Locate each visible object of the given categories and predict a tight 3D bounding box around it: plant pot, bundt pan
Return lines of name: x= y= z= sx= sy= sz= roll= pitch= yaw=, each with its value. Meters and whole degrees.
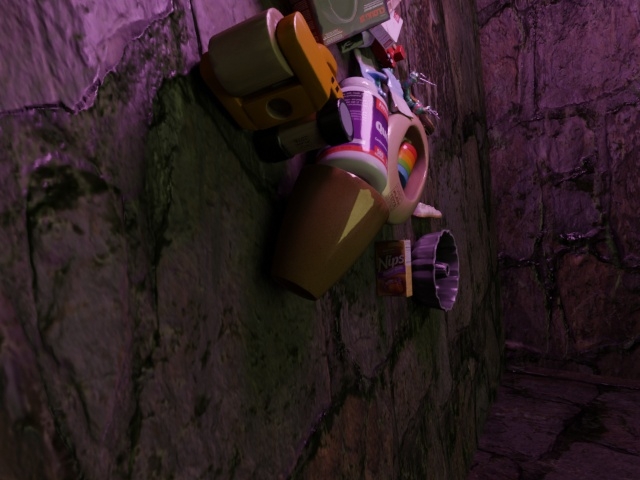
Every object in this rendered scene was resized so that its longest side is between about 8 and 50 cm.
plant pot: x=0.000 y=0.000 z=0.936 sx=0.237 sy=0.237 sz=0.254 roll=46 pitch=64 yaw=-44
bundt pan: x=0.458 y=0.120 z=1.666 sx=0.331 sy=0.124 sz=0.330 roll=3 pitch=86 yaw=-55

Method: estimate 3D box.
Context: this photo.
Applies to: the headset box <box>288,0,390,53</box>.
headset box: x=0.033 y=-0.624 z=1.014 sx=0.218 sy=0.110 sz=0.293 roll=-30 pitch=118 yaw=-17

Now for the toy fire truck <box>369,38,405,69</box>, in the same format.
toy fire truck: x=0.234 y=-0.681 z=1.447 sx=0.192 sy=0.047 sz=0.135 roll=41 pitch=55 yaw=-46

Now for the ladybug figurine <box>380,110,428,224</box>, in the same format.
ladybug figurine: x=0.214 y=-0.226 z=1.291 sx=0.449 sy=0.162 sz=0.305 roll=-57 pitch=133 yaw=-41

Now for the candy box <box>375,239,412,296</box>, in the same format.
candy box: x=0.243 y=0.092 z=1.365 sx=0.053 sy=0.109 sz=0.186 roll=-1 pitch=88 yaw=-56

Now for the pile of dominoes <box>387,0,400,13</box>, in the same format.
pile of dominoes: x=0.168 y=-0.755 z=1.177 sx=0.251 sy=0.040 sz=0.196 roll=-58 pitch=140 yaw=-33

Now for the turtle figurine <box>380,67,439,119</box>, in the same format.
turtle figurine: x=0.304 y=-0.494 z=1.404 sx=0.118 sy=0.234 sz=0.175 roll=-35 pitch=145 yaw=-3

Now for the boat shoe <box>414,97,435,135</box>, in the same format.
boat shoe: x=0.398 y=-0.487 z=1.669 sx=0.073 sy=0.073 sz=0.207 roll=-50 pitch=136 yaw=5

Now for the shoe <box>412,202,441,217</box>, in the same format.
shoe: x=0.449 y=-0.123 z=1.707 sx=0.219 sy=0.077 sz=0.058 roll=-2 pitch=95 yaw=-54

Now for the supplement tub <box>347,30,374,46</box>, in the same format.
supplement tub: x=0.114 y=-0.625 z=1.248 sx=0.107 sy=0.071 sz=0.071 roll=-38 pitch=119 yaw=-50

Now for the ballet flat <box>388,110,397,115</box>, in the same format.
ballet flat: x=0.270 y=-0.428 z=1.467 sx=0.213 sy=0.068 sz=0.072 roll=-25 pitch=109 yaw=-54

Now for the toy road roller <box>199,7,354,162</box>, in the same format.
toy road roller: x=-0.069 y=-0.343 z=0.863 sx=0.329 sy=0.203 sz=0.240 roll=48 pitch=39 yaw=-50

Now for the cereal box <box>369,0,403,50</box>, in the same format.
cereal box: x=0.153 y=-0.717 z=1.249 sx=0.240 sy=0.047 sz=0.173 roll=39 pitch=46 yaw=-23

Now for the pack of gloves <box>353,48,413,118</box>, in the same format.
pack of gloves: x=0.203 y=-0.499 z=1.259 sx=0.195 sy=0.046 sz=0.232 roll=18 pitch=45 yaw=-32

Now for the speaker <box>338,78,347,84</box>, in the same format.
speaker: x=0.103 y=-0.425 z=1.235 sx=0.136 sy=0.055 sz=0.055 roll=22 pitch=70 yaw=-53

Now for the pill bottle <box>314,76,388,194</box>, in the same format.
pill bottle: x=0.085 y=-0.267 z=1.065 sx=0.181 sy=0.182 sz=0.322 roll=42 pitch=45 yaw=-46
